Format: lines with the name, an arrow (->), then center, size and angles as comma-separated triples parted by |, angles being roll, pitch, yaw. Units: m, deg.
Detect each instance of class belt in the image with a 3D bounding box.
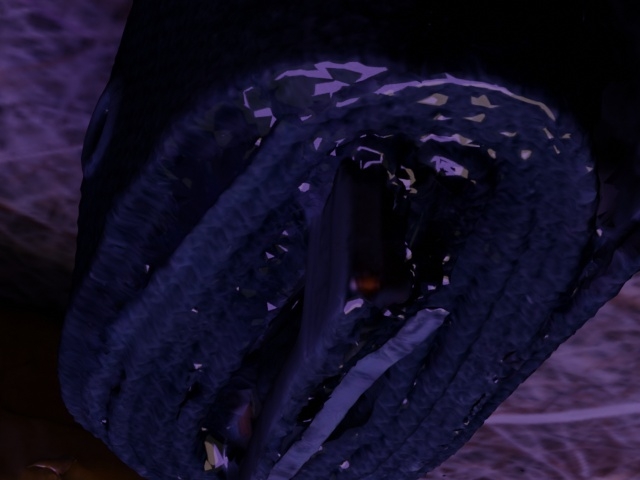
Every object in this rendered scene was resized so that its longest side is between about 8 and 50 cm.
belt -> 0.000, 0.000, 0.414 | 0.122, 0.128, 0.218 | 15, 148, -12

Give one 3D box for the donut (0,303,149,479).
donut -> -0.165, 0.157, 0.607 | 0.317, 0.150, 0.299 | 13, 119, -12
